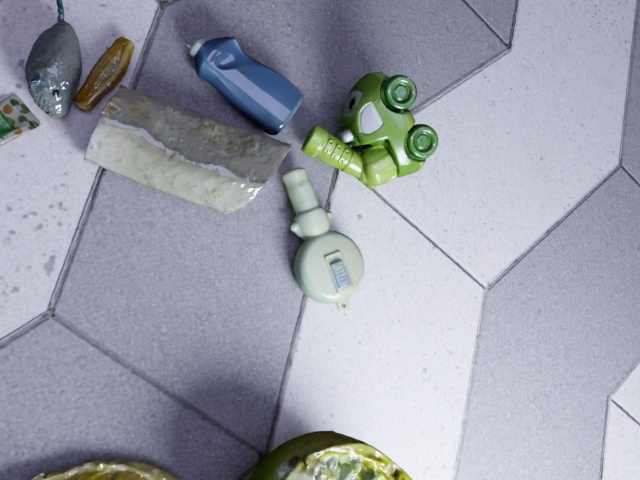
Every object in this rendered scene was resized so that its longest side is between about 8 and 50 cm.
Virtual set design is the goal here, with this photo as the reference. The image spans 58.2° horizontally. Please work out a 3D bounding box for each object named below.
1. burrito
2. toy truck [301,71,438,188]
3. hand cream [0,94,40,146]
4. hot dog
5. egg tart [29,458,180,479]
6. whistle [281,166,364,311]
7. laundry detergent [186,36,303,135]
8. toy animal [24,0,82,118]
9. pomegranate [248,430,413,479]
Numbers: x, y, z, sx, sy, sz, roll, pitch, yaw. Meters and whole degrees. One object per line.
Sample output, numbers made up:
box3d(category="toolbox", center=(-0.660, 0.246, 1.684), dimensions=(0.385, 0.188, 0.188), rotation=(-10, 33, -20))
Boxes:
box3d(category="burrito", center=(-0.196, -0.135, 0.891), dimensions=(0.299, 0.105, 0.144), rotation=(18, 71, -20))
box3d(category="toy truck", center=(0.095, -0.177, 1.020), dimensions=(0.210, 0.148, 0.187), rotation=(-46, 106, -3))
box3d(category="hand cream", center=(-0.479, -0.145, 0.803), dimensions=(0.165, 0.037, 0.057), rotation=(-43, 101, -30))
box3d(category="hot dog", center=(-0.329, -0.255, 0.888), dimensions=(0.044, 0.028, 0.137), rotation=(22, 69, 7))
box3d(category="egg tart", center=(-0.286, 0.451, 0.735), dimensions=(0.341, 0.132, 0.342), rotation=(5, 77, -23))
box3d(category="whistle", center=(0.000, 0.000, 0.982), dimensions=(0.126, 0.067, 0.258), rotation=(-20, 88, -27))
box3d(category="laundry detergent", center=(-0.132, -0.270, 0.966), dimensions=(0.206, 0.061, 0.097), rotation=(35, 77, -15))
box3d(category="toy animal", center=(-0.396, -0.304, 0.844), dimensions=(0.079, 0.070, 0.253), rotation=(-5, 82, -34))
box3d(category="pomegranate", center=(-0.023, 0.448, 0.816), dimensions=(0.358, 0.216, 0.310), rotation=(-26, 90, -24))
